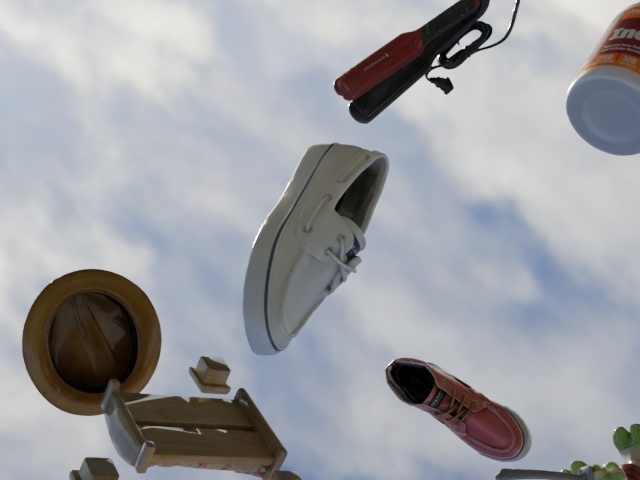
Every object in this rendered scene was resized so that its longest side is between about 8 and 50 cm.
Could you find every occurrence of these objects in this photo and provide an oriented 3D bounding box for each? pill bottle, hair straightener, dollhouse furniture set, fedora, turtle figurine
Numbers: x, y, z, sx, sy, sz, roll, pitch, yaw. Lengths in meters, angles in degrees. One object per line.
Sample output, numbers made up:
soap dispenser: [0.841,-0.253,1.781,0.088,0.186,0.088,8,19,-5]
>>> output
pill bottle: [0.271,-0.147,1.175,0.086,0.086,0.152,19,-133,20]
hair straightener: [0.121,-0.200,1.470,0.230,0.089,0.047,-40,-132,-6]
dollhouse furniture set: [-0.210,0.295,1.682,0.303,0.173,0.355,9,-155,-33]
fedora: [-0.300,0.126,1.798,0.194,0.194,0.079,-7,-168,-24]
turtle figurine: [0.252,0.281,1.454,0.275,0.197,0.266,17,-153,16]

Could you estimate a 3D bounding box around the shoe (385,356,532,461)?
shoe: [0.152,0.190,1.575,0.178,0.063,0.081,34,-172,37]

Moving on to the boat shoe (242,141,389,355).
boat shoe: [0.000,0.000,1.327,0.084,0.095,0.258,1,-129,24]
